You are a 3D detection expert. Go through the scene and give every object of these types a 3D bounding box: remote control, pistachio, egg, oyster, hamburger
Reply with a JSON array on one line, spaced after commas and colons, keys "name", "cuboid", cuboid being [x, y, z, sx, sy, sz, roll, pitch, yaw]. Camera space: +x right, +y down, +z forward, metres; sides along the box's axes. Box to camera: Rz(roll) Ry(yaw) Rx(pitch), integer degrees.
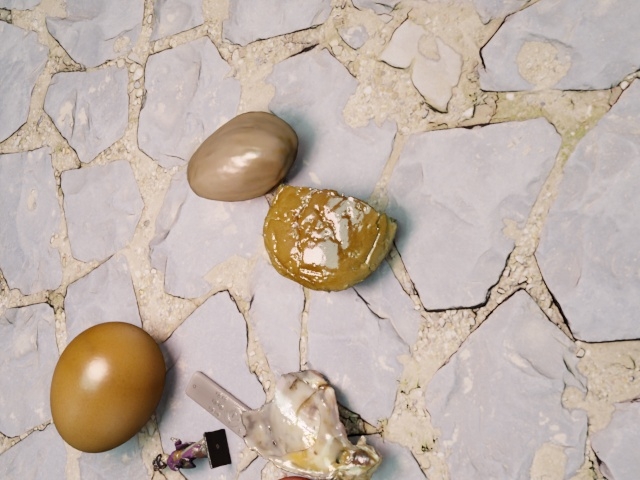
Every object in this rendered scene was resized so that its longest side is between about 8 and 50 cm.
[{"name": "remote control", "cuboid": [-0.210, 0.391, 1.532, 0.261, 0.029, 0.067, 29, 96, 27]}, {"name": "pistachio", "cuboid": [-0.181, -0.188, 1.524, 0.288, 0.166, 0.197, -14, 92, 24]}, {"name": "egg", "cuboid": [-0.499, 0.345, 1.563, 0.250, 0.250, 0.322, 27, 101, 28]}, {"name": "oyster", "cuboid": [-0.024, 0.397, 1.398, 0.275, 0.100, 0.271, -28, 64, 19]}, {"name": "hamburger", "cuboid": [0.000, 0.000, 1.427, 0.309, 0.132, 0.211, 18, 89, 27]}]

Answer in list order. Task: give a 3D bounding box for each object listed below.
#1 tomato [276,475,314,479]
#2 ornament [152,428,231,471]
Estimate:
[{"name": "tomato", "cuboid": [-0.052, 0.580, 1.333, 0.208, 0.184, 0.208, -1, 86, 18]}, {"name": "ornament", "cuboid": [-0.312, 0.487, 1.540, 0.203, 0.088, 0.081, -15, 75, 26]}]
